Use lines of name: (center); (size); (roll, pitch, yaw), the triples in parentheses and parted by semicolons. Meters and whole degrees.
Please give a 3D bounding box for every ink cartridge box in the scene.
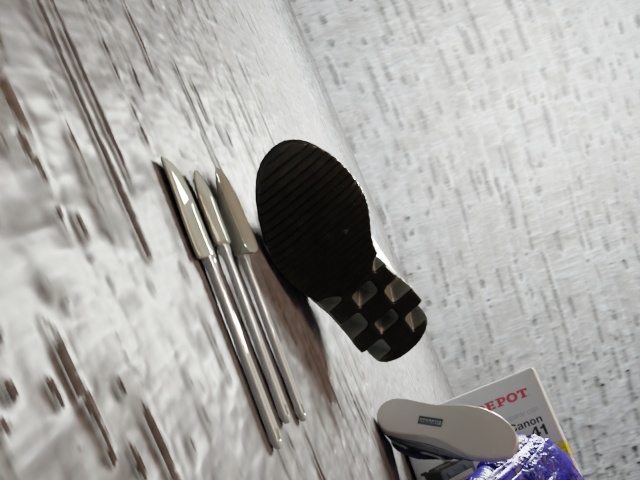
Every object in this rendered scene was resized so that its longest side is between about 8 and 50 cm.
ink cartridge box: (0.267, 0.370, 1.409); (0.131, 0.226, 0.306); (52, 16, -68)

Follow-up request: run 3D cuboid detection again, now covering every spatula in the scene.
spatula: (-0.062, 0.047, 0.822); (0.168, 0.019, 0.242); (11, 57, -82)

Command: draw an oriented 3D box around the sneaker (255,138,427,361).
sneaker: (0.000, 0.000, 1.110); (0.146, 0.122, 0.330); (49, -8, 48)

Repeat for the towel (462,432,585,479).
towel: (0.256, 0.368, 1.184); (0.228, 0.076, 0.308); (48, 36, 16)

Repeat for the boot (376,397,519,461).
boot: (0.171, 0.256, 1.273); (0.069, 0.190, 0.086); (-63, 148, -26)
